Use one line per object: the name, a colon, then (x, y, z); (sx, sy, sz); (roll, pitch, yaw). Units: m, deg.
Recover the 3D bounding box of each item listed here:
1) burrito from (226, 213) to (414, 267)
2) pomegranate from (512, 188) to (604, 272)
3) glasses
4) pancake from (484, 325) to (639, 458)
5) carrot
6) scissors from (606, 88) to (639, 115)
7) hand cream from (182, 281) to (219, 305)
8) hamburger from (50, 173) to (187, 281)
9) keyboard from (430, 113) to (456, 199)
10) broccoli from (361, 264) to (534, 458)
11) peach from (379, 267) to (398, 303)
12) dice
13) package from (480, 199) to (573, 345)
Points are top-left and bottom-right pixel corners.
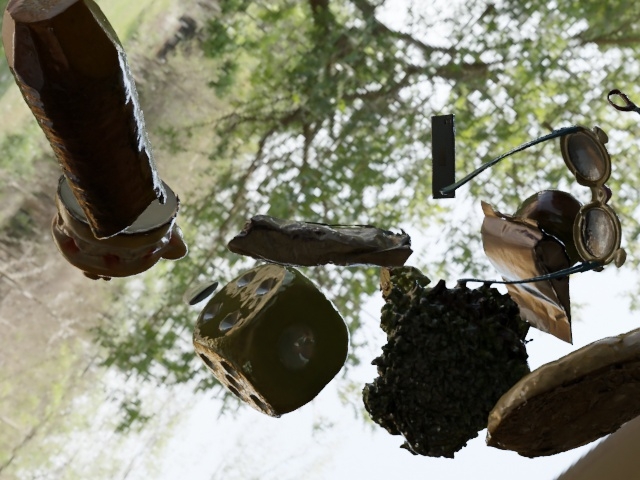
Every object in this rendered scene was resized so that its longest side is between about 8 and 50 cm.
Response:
burrito: (0.000, 0.002, 1.070); (0.058, 0.230, 0.063); (69, 24, -73)
pomegranate: (0.471, -0.001, 1.713); (0.180, 0.210, 0.180); (-58, 177, -5)
glasses: (0.262, -0.038, 1.110); (0.221, 0.189, 0.088); (-13, -169, -1)
pancake: (0.422, 0.223, 1.292); (0.387, 0.387, 0.082); (-44, -130, 35)
carrot: (-0.242, -0.125, 0.925); (0.301, 0.114, 0.114); (80, 30, -48)
scissors: (0.813, -0.297, 2.142); (0.144, 0.017, 0.247); (-16, -126, 3)
hand cream: (-0.278, 0.126, 1.989); (0.079, 0.048, 0.255); (-44, -175, -13)
hamburger: (-0.444, -0.038, 1.949); (0.261, 0.303, 0.186); (54, -39, 36)
keyboard: (0.257, -0.174, 1.821); (0.055, 0.014, 0.176); (-1, -89, 36)
broccoli: (0.234, 0.220, 1.568); (0.281, 0.294, 0.347); (-73, 176, -71)
peach: (0.175, 0.104, 2.048); (0.098, 0.062, 0.098); (171, -90, -78)
dice: (-0.103, 0.198, 1.771); (0.238, 0.226, 0.233); (-46, -155, -23)
package: (0.382, 0.053, 1.597); (0.062, 0.250, 0.204); (-25, -160, -14)
